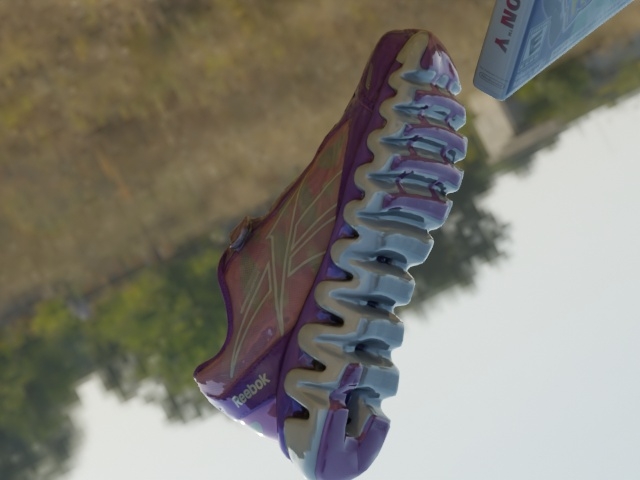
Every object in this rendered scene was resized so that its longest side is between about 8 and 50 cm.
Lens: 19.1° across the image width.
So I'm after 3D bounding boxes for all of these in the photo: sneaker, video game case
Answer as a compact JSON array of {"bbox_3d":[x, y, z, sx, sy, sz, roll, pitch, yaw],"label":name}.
[{"bbox_3d":[0.000,0.000,0.973,0.105,0.236,0.095,16,177,29],"label":"sneaker"},{"bbox_3d":[0.156,-0.183,0.942,0.201,0.023,0.183,-37,151,-42],"label":"video game case"}]
